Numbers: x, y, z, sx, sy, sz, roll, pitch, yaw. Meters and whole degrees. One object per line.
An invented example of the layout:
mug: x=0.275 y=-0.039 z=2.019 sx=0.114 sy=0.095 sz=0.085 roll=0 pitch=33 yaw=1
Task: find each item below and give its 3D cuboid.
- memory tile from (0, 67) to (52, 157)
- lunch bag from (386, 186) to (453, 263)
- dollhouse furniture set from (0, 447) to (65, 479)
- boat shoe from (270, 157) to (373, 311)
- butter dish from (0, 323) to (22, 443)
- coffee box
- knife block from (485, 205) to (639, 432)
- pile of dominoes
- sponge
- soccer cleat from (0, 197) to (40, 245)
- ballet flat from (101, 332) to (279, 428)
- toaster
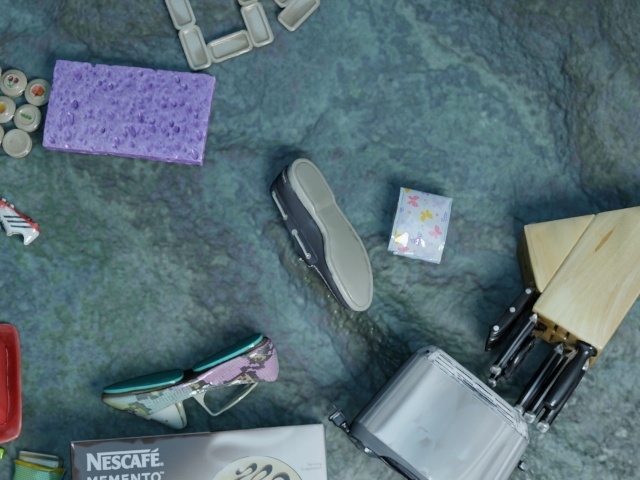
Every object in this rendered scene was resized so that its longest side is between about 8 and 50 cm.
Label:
memory tile: x=-0.431 y=-0.178 z=1.584 sx=0.148 sy=0.012 sz=0.113 roll=21 pitch=81 yaw=4
lunch bag: x=0.123 y=-0.016 z=1.522 sx=0.071 sy=0.053 sz=0.083 roll=11 pitch=70 yaw=1
dollhouse furniture set: x=-0.392 y=0.289 z=1.474 sx=0.151 sy=0.058 sz=0.076 roll=8 pitch=80 yaw=3
boat shoe: x=0.000 y=0.000 z=1.529 sx=0.065 sy=0.075 sz=0.206 roll=-29 pitch=84 yaw=40
butter dish: x=-0.449 y=0.162 z=1.456 sx=0.159 sy=0.118 sz=0.160 roll=-9 pitch=61 yaw=-1
coffee box: x=-0.137 y=0.309 z=1.434 sx=0.297 sy=0.119 sz=0.168 roll=-3 pitch=81 yaw=0
knife block: x=0.327 y=0.094 z=1.460 sx=0.275 sy=0.088 sz=0.242 roll=-9 pitch=70 yaw=-1
pile of dominoes: x=-0.120 y=-0.368 z=1.611 sx=0.196 sy=0.040 sz=0.251 roll=-20 pitch=88 yaw=-3
sponge: x=-0.246 y=-0.165 z=1.568 sx=0.210 sy=0.031 sz=0.117 roll=6 pitch=80 yaw=2
soccer cleat: x=-0.396 y=-0.026 z=1.548 sx=0.083 sy=0.029 sz=0.036 roll=34 pitch=78 yaw=2
ballet flat: x=-0.154 y=0.183 z=1.488 sx=0.221 sy=0.077 sz=0.079 roll=-19 pitch=99 yaw=-3
toaster: x=0.137 y=0.225 z=1.441 sx=0.227 sy=0.129 sz=0.146 roll=39 pitch=79 yaw=6
